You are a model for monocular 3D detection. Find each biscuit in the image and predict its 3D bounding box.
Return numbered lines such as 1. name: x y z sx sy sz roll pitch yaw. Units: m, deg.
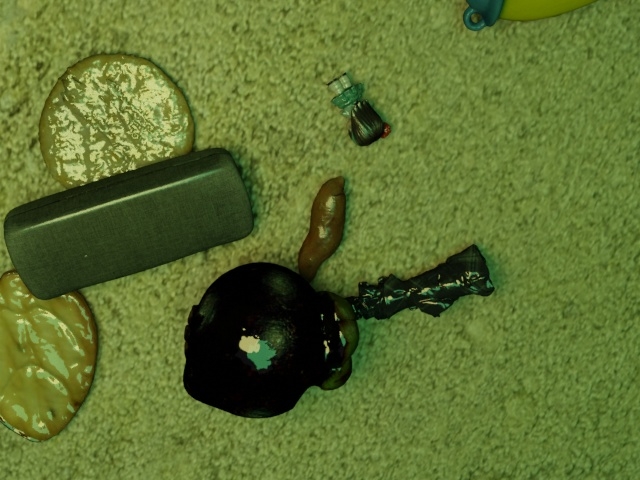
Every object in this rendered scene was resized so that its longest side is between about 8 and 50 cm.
1. biscuit: -0.419 0.167 1.239 0.202 0.041 0.260 -6 103 -5
2. biscuit: -0.279 -0.146 1.181 0.219 0.033 0.220 -1 103 -4

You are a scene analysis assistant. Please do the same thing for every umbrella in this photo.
1. umbrella: 0.136 0.079 1.242 0.224 0.080 0.071 -16 139 4

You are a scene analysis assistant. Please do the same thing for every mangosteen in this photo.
1. mangosteen: -0.066 0.135 1.161 0.242 0.243 0.243 -1 102 -3

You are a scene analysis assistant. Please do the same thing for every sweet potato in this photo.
1. sweet potato: 0.000 0.000 1.223 0.056 0.056 0.195 18 106 -7

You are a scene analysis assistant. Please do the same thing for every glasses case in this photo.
1. glasses case: -0.255 -0.024 1.163 0.323 0.074 0.131 -18 123 -5

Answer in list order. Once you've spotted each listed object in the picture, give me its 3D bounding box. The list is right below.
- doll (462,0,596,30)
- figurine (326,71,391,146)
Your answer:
1. doll: 0.344 -0.380 1.116 0.363 0.145 0.199 -32 107 11
2. figurine: 0.052 -0.180 1.190 0.060 0.047 0.106 -34 96 -33
